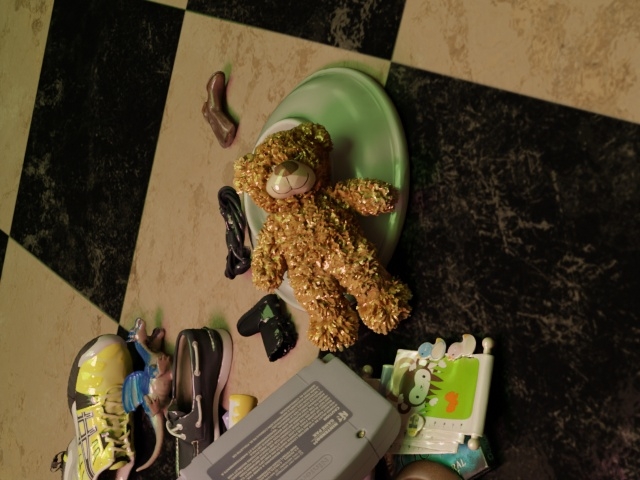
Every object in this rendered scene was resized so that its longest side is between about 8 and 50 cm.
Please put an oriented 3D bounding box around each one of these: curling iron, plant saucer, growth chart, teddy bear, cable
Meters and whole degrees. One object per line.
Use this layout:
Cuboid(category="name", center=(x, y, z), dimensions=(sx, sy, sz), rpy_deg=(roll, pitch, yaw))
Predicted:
Cuboid(category="curling iron", center=(-0.498, 0.536, 2.306), dimensions=(0.274, 0.068, 0.035), rpy_deg=(41, 125, 43))
Cuboid(category="plant saucer", center=(-0.025, -0.084, 1.742), dimensions=(0.400, 0.100, 0.401), rpy_deg=(-10, 77, 52))
Cuboid(category="growth chart", center=(0.138, 0.218, 1.494), dimensions=(0.237, 0.021, 0.172), rpy_deg=(-16, 60, 40))
Cuboid(category="teddy bear", center=(0.000, 0.000, 1.582), dimensions=(0.245, 0.113, 0.338), rpy_deg=(-5, 102, 22))
Cuboid(category="cable", center=(-0.155, -0.011, 1.883), dimensions=(0.184, 0.047, 0.151), rpy_deg=(118, 139, -77))
Cuboid(category="plant saucer", center=(0.148, 0.383, 1.483), dimensions=(0.168, 0.029, 0.168), rpy_deg=(10, 104, 45))

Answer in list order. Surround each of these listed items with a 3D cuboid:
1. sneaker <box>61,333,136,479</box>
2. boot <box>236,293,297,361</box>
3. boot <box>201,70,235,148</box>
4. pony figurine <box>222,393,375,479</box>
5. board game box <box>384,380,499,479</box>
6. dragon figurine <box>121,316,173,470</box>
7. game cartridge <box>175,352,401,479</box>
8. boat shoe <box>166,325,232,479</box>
Cuboid(category="sneaker", center=(-0.415, 0.368, 2.173), dimensions=(0.147, 0.145, 0.385), rpy_deg=(26, 118, 42))
Cuboid(category="boot", center=(-0.091, 0.158, 1.843), dimensions=(0.121, 0.045, 0.099), rpy_deg=(-47, 54, 37))
Cuboid(category="boot", center=(-0.180, -0.240, 2.013), dimensions=(0.114, 0.037, 0.106), rpy_deg=(60, 143, 41))
Cuboid(category="pony figurine", center=(-0.079, 0.414, 1.607), dimensions=(0.351, 0.303, 0.364), rpy_deg=(-5, 65, 25))
Cuboid(category="board game box", center=(0.159, 0.290, 1.513), dimensions=(0.186, 0.026, 0.126), rpy_deg=(-44, 53, 40))
Cuboid(category="dragon figurine", center=(-0.322, 0.291, 2.086), dimensions=(0.144, 0.085, 0.289), rpy_deg=(-11, 73, 53))
Cuboid(category="game cartridge", center=(-0.042, 0.297, 1.493), dimensions=(0.297, 0.062, 0.198), rpy_deg=(-38, 44, -13))
Cuboid(category="boat shoe", center=(-0.235, 0.303, 1.968), dimensions=(0.114, 0.091, 0.303), rpy_deg=(5, 89, 53))
